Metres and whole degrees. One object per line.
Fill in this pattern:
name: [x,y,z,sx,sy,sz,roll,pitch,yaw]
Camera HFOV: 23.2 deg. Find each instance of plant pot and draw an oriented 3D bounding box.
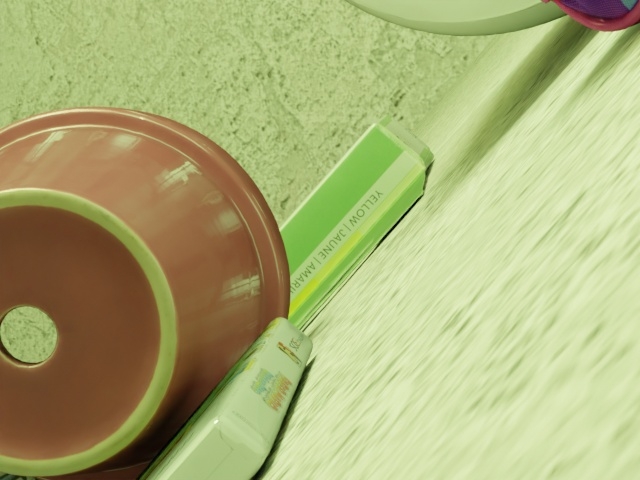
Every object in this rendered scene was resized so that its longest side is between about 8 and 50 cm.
plant pot: [-0.119,0.033,0.763,0.201,0.201,0.180,-49,1,5]

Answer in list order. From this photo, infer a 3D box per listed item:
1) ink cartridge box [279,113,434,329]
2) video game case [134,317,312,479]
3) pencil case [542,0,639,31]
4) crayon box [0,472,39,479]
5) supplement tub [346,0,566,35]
ink cartridge box: [0.000,0.000,1.040,0.171,0.056,0.235,-48,-1,10]
video game case: [-0.089,0.136,0.621,0.227,0.026,0.206,-50,1,8]
pencil case: [0.137,-0.184,0.579,0.236,0.104,0.104,-50,2,-26]
crayon box: [-0.247,0.249,0.907,0.313,0.106,0.363,-47,2,34]
supplement tub: [0.089,-0.240,0.830,0.241,0.241,0.331,-49,1,21]
